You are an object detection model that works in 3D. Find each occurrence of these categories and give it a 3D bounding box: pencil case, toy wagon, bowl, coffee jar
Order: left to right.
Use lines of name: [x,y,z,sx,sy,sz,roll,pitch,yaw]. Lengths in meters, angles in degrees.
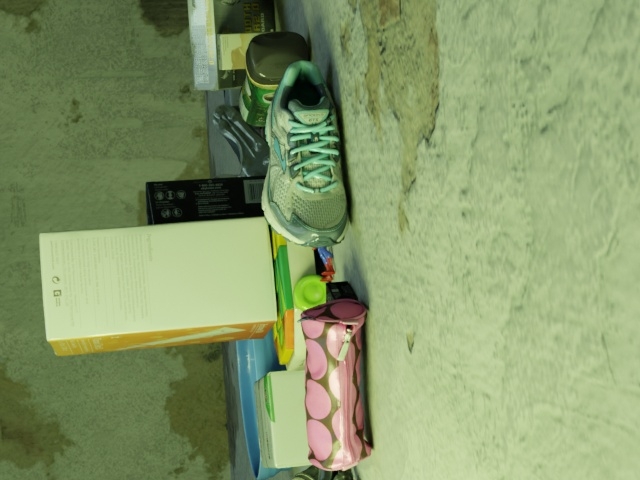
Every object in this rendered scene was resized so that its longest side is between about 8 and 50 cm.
bowl: [-0.107,0.267,2.309,0.391,0.077,0.391,175,90,-81]
coffee jar: [-0.070,-0.243,1.787,0.184,0.096,0.079,113,149,-69]
toy wagon: [-0.045,0.023,1.839,0.267,0.068,0.344,113,151,-70]
pencil case: [0.021,0.182,1.468,0.098,0.095,0.209,19,116,58]

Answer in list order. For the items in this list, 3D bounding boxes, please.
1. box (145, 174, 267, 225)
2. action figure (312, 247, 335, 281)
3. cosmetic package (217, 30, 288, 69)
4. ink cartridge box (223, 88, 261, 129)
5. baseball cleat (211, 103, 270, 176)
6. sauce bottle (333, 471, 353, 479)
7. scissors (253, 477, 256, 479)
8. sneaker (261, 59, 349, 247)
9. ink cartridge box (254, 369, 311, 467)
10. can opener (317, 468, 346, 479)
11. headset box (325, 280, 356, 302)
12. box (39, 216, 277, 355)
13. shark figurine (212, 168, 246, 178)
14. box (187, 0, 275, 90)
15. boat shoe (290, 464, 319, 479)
box: [-0.182,-0.015,2.103,0.142,0.247,0.163,110,155,-66]
action figure: [0.000,0.000,1.688,0.038,0.030,0.115,93,171,-64]
cosmetic package: [-0.108,-0.309,1.925,0.041,0.115,0.060,-145,50,-74]
ink cartridge box: [-0.154,-0.320,2.332,0.127,0.072,0.175,112,152,-71]
baseball cleat: [-0.124,-0.172,2.219,0.206,0.072,0.109,58,-169,23]
sauce bottle: [0.041,0.357,1.554,0.128,0.042,0.042,-108,16,-59]
scissors: [-0.065,0.504,2.135,0.297,0.021,0.109,-125,23,-45]
sneaker: [-0.023,-0.117,1.529,0.122,0.110,0.283,102,161,-49]
ink cartridge box: [-0.053,0.296,1.955,0.208,0.087,0.153,134,131,-76]
can opener: [0.019,0.311,1.668,0.059,0.073,0.186,8,-102,-60]
headset box: [0.027,0.103,1.549,0.062,0.032,0.083,-118,25,-70]
box: [-0.255,0.076,1.865,0.215,0.345,0.168,123,141,-76]
shark figurine: [-0.171,-0.086,2.386,0.166,0.278,0.116,58,-149,0]
box: [-0.148,-0.376,2.009,0.183,0.056,0.231,-19,-71,-57]
boat shoe: [-0.010,0.451,1.923,0.065,0.075,0.206,-42,-42,-43]
